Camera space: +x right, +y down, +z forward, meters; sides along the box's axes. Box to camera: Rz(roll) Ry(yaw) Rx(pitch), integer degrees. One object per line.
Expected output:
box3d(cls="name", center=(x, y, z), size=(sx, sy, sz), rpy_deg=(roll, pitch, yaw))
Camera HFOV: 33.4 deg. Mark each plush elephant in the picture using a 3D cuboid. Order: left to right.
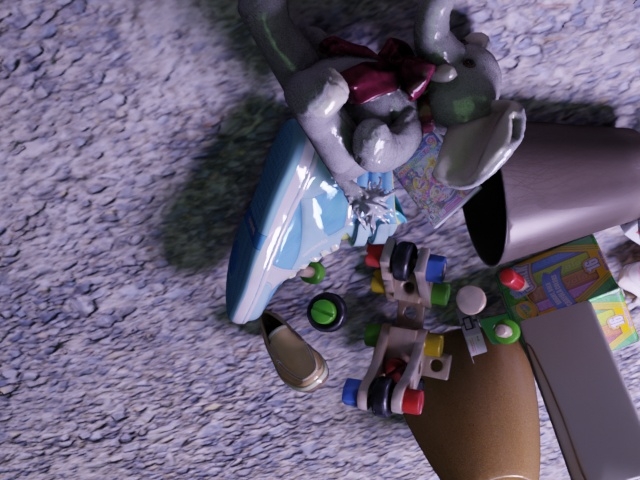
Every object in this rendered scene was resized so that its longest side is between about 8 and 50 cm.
box3d(cls="plush elephant", center=(0.099, -0.182, 1.255), size=(0.255, 0.272, 0.330), rpy_deg=(-30, 128, 3))

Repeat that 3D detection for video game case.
box3d(cls="video game case", center=(0.150, -0.090, 1.442), size=(0.087, 0.122, 0.011), rpy_deg=(-43, 162, 25))

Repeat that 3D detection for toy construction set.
box3d(cls="toy construction set", center=(0.163, 0.120, 1.578), size=(0.309, 0.257, 0.237), rpy_deg=(-18, 168, 17))

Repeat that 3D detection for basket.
box3d(cls="basket", center=(0.322, -0.077, 1.448), size=(0.227, 0.204, 0.154), rpy_deg=(-6, 174, -13))

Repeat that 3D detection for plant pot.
box3d(cls="plant pot", center=(0.259, 0.310, 1.712), size=(0.237, 0.254, 0.237), rpy_deg=(-6, 131, -6))

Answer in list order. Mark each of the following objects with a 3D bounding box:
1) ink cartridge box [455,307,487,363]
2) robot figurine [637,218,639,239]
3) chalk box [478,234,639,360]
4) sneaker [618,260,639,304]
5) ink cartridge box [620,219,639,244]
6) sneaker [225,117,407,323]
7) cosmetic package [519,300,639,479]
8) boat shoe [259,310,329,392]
box3d(cls="ink cartridge box", center=(0.239, 0.147, 1.678), size=(0.028, 0.083, 0.048), rpy_deg=(-19, 132, 6))
box3d(cls="robot figurine", center=(0.577, -0.042, 1.464), size=(0.278, 0.209, 0.173), rpy_deg=(-30, 162, 11))
box3d(cls="chalk box", center=(0.353, 0.110, 1.634), size=(0.213, 0.132, 0.132), rpy_deg=(-24, 130, 11))
box3d(cls="sneaker", center=(0.543, 0.074, 1.682), size=(0.115, 0.090, 0.232), rpy_deg=(-6, 155, 39))
box3d(cls="ink cartridge box", center=(0.559, -0.028, 1.610), size=(0.179, 0.045, 0.145), rpy_deg=(31, 120, -28))
box3d(cls="sneaker", center=(0.000, 0.000, 1.466), size=(0.208, 0.127, 0.319), rpy_deg=(13, 122, -20))
box3d(cls="cosmetic package", center=(0.377, 0.253, 1.470), size=(0.113, 0.309, 0.160), rpy_deg=(-18, 129, 7))
box3d(cls="boat shoe", center=(-0.051, 0.159, 1.572), size=(0.068, 0.190, 0.072), rpy_deg=(-35, 118, -11))
